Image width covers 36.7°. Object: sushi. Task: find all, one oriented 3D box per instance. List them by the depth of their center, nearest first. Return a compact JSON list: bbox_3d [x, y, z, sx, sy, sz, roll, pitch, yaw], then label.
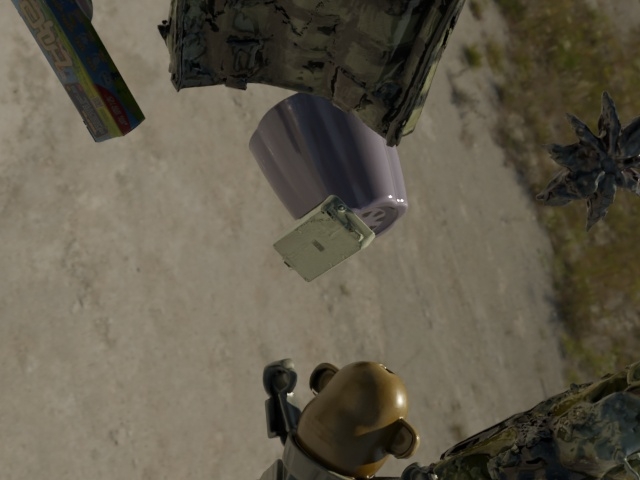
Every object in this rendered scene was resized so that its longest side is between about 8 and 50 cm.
[{"bbox_3d":[0.267,0.241,1.044,0.139,0.291,0.131,61,15,3],"label":"sushi"}]

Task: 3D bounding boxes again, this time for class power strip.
[{"bbox_3d":[0.000,0.000,1.288,0.081,0.192,0.035,46,59,-5],"label":"power strip"}]

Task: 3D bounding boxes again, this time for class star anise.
[{"bbox_3d":[0.385,-0.102,1.291,0.061,0.205,0.180,-108,175,-64],"label":"star anise"}]

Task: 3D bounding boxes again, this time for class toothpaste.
[{"bbox_3d":[-0.259,-0.203,1.051,0.044,0.070,0.193,-49,120,-42],"label":"toothpaste"}]

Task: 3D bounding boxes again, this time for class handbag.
[{"bbox_3d":[0.001,-0.291,1.059,0.325,0.327,0.162,15,40,-7],"label":"handbag"}]

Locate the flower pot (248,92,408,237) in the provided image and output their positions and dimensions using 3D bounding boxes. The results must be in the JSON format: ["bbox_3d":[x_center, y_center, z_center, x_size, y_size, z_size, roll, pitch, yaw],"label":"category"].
[{"bbox_3d":[0.036,-0.125,1.769,0.265,0.265,0.243,6,52,-56],"label":"flower pot"}]

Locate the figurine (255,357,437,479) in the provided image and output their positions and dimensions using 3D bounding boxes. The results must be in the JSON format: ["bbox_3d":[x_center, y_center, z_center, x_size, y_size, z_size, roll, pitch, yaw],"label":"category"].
[{"bbox_3d":[0.030,0.314,1.449,0.284,0.343,0.167,-65,168,7],"label":"figurine"}]
